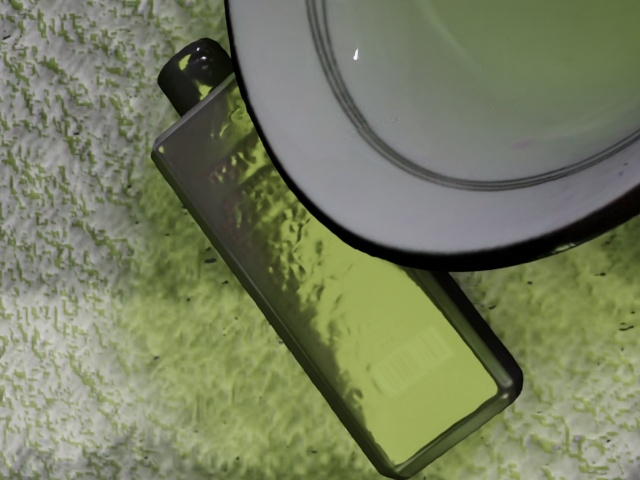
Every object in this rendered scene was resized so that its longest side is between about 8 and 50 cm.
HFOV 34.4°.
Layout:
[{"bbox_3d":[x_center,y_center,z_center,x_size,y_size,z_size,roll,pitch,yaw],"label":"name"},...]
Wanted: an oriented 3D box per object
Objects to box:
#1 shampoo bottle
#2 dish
[{"bbox_3d":[0.000,0.000,0.532,0.080,0.079,0.246,-38,79,9],"label":"shampoo bottle"},{"bbox_3d":[0.086,-0.140,0.416,0.316,0.106,0.316,-2,88,49],"label":"dish"}]
